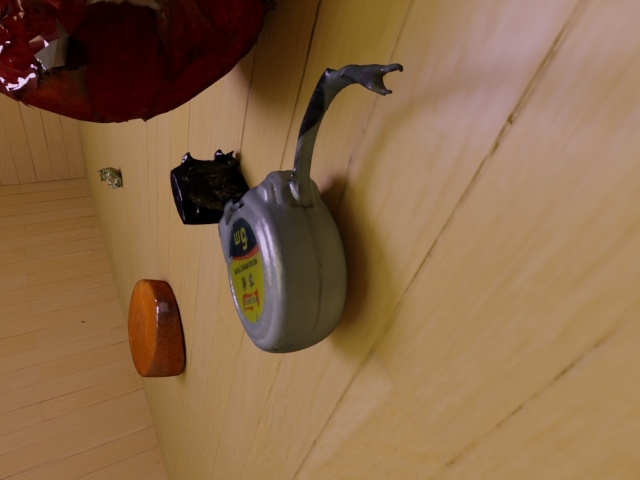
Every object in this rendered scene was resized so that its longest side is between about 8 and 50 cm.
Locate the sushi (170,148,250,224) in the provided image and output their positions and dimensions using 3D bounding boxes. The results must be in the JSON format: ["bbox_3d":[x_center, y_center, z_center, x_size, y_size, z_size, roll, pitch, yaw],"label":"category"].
[{"bbox_3d":[-0.136,-0.063,0.542,0.056,0.083,0.085,-40,67,58],"label":"sushi"}]

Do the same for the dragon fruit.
[{"bbox_3d":[-0.177,-0.244,0.354,0.301,0.295,0.296,-137,43,-64],"label":"dragon fruit"}]

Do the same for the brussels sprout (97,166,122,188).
[{"bbox_3d":[-0.713,-0.217,1.528,0.085,0.058,0.085,16,127,22],"label":"brussels sprout"}]

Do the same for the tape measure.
[{"bbox_3d":[0.001,-0.001,0.321,0.330,0.084,0.164,-25,81,61],"label":"tape measure"}]

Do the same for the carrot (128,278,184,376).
[{"bbox_3d":[-0.426,0.227,1.161,0.307,0.100,0.259,-46,59,47],"label":"carrot"}]
